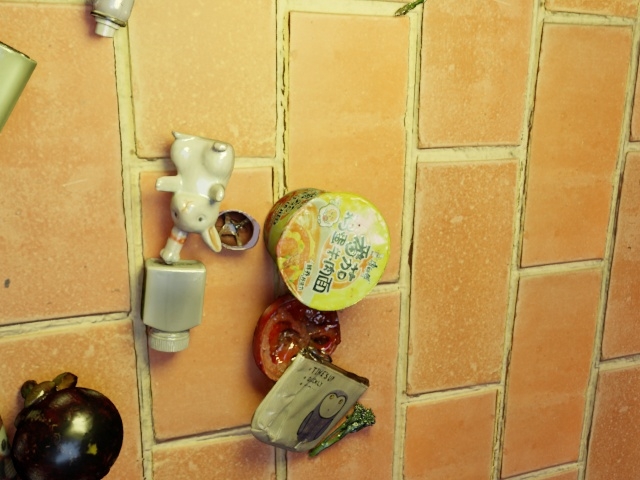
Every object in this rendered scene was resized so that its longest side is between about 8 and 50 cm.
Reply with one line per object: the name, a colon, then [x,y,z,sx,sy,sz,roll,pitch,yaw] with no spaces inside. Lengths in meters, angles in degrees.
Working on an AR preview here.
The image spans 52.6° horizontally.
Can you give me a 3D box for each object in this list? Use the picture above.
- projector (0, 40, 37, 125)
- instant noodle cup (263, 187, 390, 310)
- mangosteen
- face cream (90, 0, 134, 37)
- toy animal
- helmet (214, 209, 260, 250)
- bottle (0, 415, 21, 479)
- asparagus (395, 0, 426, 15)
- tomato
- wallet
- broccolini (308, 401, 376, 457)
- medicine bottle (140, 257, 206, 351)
projector: [-0.655,-0.260,1.088,0.248,0.248,0.249,28,93,-25]
instant noodle cup: [0.000,0.000,1.437,0.264,0.200,0.264,-6,107,-20]
mangosteen: [-0.539,0.393,1.343,0.228,0.228,0.265,-44,77,-5]
face cream: [-0.379,-0.499,1.227,0.075,0.075,0.229,15,98,-24]
toy animal: [-0.257,-0.085,1.331,0.140,0.138,0.283,13,84,8]
helmet: [-0.192,-0.026,1.434,0.111,0.057,0.089,19,94,-17]
bottle: [-0.709,0.419,1.307,0.144,0.144,0.336,-14,108,-17]
asparagus: [0.260,-0.571,1.484,0.233,0.022,0.023,-35,158,-12]
tomato: [-0.065,0.217,1.530,0.228,0.101,0.228,-10,114,-23]
wallet: [-0.024,0.392,1.555,0.275,0.068,0.335,-47,140,3]
broccolini: [0.049,0.494,1.684,0.201,0.058,0.074,-32,99,6]
medicine bottle: [-0.324,0.140,1.411,0.132,0.088,0.189,4,103,-20]
